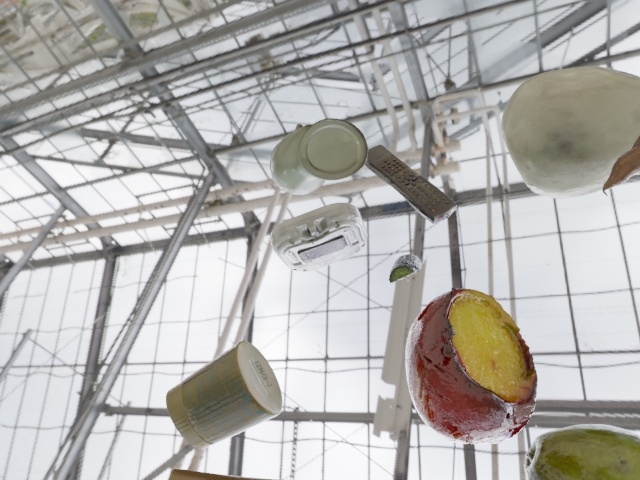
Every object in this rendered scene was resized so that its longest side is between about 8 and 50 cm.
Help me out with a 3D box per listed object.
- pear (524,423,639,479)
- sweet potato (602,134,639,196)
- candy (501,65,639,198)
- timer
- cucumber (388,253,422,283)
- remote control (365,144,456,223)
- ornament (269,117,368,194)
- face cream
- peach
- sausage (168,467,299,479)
[{"bbox_3d":[0.466,0.401,0.760,0.269,0.212,0.212,24,-118,20],"label":"pear"},{"bbox_3d":[0.530,-0.136,0.800,0.195,0.056,0.056,-39,-138,-15],"label":"sweet potato"},{"bbox_3d":[0.764,-0.320,1.409,0.427,0.386,0.186,-10,-169,29],"label":"candy"},{"bbox_3d":[0.000,0.000,1.358,0.262,0.237,0.087,-20,-116,6],"label":"timer"},{"bbox_3d":[0.230,0.071,1.334,0.078,0.211,0.062,-26,-97,16],"label":"cucumber"},{"bbox_3d":[0.151,-0.104,0.854,0.059,0.028,0.212,-29,-127,-17],"label":"remote control"},{"bbox_3d":[-0.012,-0.093,0.539,0.075,0.081,0.156,-13,-173,-17],"label":"ornament"},{"bbox_3d":[-0.190,0.298,0.898,0.285,0.067,0.139,-37,-103,36],"label":"face cream"},{"bbox_3d":[0.226,0.185,0.727,0.190,0.226,0.196,3,-167,5],"label":"peach"},{"bbox_3d":[-0.100,0.416,0.784,0.301,0.065,0.065,9,-134,-5],"label":"sausage"}]
